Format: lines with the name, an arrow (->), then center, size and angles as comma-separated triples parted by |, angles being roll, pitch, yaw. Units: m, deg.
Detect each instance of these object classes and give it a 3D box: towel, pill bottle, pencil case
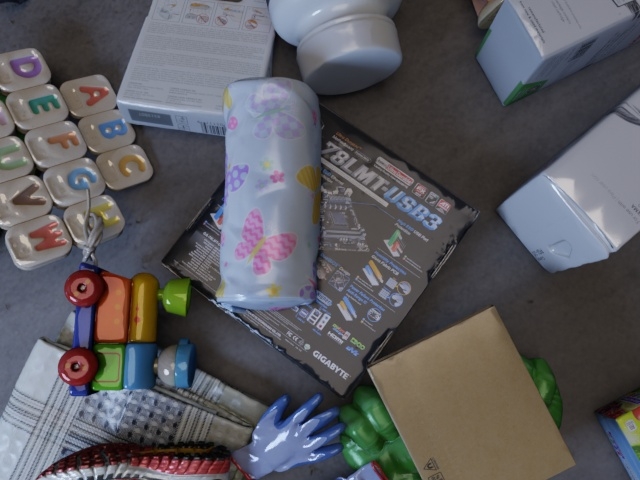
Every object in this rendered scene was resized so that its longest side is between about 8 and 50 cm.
towel -> -0.262, 0.285, 0.761 | 0.312, 0.056, 0.324 | 25, 83, 4
pill bottle -> 0.007, -0.363, 0.783 | 0.177, 0.176, 0.318 | -13, 82, -1
pencil case -> -0.063, -0.053, 0.705 | 0.124, 0.113, 0.272 | -3, 81, 15

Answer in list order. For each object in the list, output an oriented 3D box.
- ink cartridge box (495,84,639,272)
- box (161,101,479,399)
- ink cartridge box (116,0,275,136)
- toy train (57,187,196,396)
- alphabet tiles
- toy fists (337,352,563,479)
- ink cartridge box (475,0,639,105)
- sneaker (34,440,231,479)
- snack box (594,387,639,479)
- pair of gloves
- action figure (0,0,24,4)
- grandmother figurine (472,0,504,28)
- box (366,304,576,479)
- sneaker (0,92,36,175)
ink cartridge box -> 0.372, -0.101, 0.724 | 0.283, 0.207, 0.117 | -40, 82, -4
box -> 0.000, 0.000, 0.786 | 0.296, 0.073, 0.293 | 35, 84, 6
ink cartridge box -> -0.158, -0.259, 0.846 | 0.189, 0.066, 0.232 | 8, 61, 2
toy train -> -0.219, 0.058, 0.723 | 0.144, 0.105, 0.247 | 2, 80, -6
alphabet tiles -> -0.372, -0.110, 0.769 | 0.278, 0.021, 0.284 | -25, 84, -30
toy fists -> 0.160, 0.218, 0.742 | 0.279, 0.096, 0.142 | -14, 81, 1
ink cartridge box -> 0.333, -0.281, 0.774 | 0.220, 0.160, 0.092 | -27, 83, -3
sneaker -> -0.219, 0.290, 0.699 | 0.226, 0.088, 0.092 | 1, 87, 0
snack box -> 0.483, 0.248, 0.744 | 0.207, 0.070, 0.174 | -26, 82, -1
pair of gloves -> -0.008, 0.279, 0.718 | 0.159, 0.023, 0.198 | -39, 91, 20
action figure -> -0.358, -0.436, 0.820 | 0.276, 0.141, 0.164 | -29, 81, 0
grandmother figurine -> 0.209, -0.466, 0.838 | 0.208, 0.104, 0.342 | -11, 78, -28
box -> 0.170, 0.198, 0.686 | 0.165, 0.021, 0.201 | -27, 86, 1
sneaker -> -0.464, -0.063, 0.777 | 0.110, 0.123, 0.295 | 18, 82, 4
